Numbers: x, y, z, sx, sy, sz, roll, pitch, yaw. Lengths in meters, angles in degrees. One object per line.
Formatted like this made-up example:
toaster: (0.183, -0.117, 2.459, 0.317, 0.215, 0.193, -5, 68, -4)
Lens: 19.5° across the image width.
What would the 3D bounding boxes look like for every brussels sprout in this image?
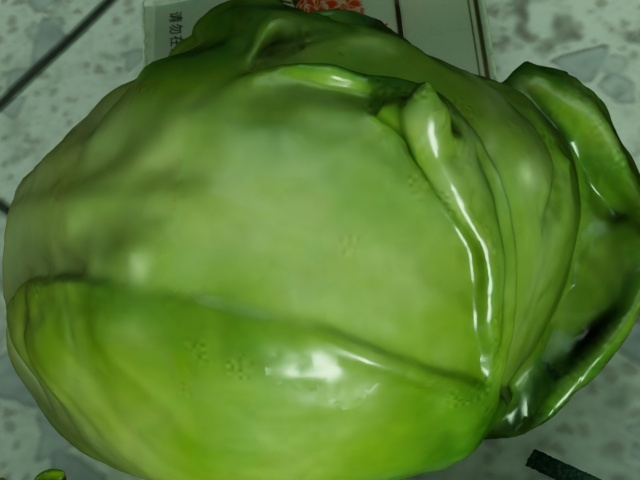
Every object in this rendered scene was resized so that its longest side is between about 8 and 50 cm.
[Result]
brussels sprout: (0.001, 0.002, 0.844, 0.294, 0.259, 0.227, -7, 87, 14)

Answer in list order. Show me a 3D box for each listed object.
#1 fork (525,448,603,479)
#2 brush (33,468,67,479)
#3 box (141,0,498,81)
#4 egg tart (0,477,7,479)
fork: (0.201, 0.148, 0.850, 0.235, 0.021, 0.039, 23, 59, 25)
brush: (-0.118, 0.131, 0.882, 0.019, 0.083, 0.021, -16, 57, -1)
box: (-0.003, -0.106, 1.054, 0.198, 0.029, 0.109, -9, 56, 6)
egg tart: (-0.178, 0.216, 0.773, 0.288, 0.118, 0.288, 15, 48, -17)
